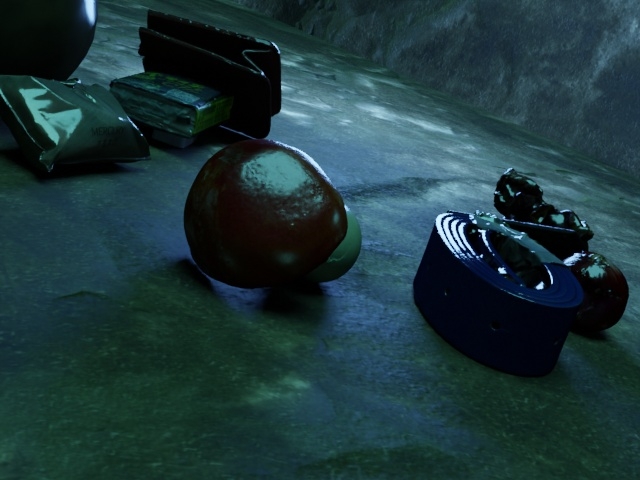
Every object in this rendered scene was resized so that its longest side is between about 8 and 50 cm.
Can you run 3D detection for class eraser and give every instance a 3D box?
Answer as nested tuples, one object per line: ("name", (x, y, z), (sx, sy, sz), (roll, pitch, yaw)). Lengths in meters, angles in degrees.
("eraser", (-0.263, -0.196, 2.089), (0.065, 0.026, 0.105), (17, 16, 6))

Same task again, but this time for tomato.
("tomato", (-0.085, -0.051, 1.474), (0.200, 0.140, 0.233), (-32, 34, -16))

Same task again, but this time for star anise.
("star anise", (0.389, -0.024, 2.056), (0.125, 0.190, 0.220), (-32, 34, -13))

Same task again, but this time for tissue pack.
("tissue pack", (-0.269, -0.251, 2.084), (0.173, 0.073, 0.235), (18, 15, 6))

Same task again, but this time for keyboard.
("keyboard", (0.304, -0.017, 2.003), (0.381, 0.041, 0.103), (20, -23, 50))

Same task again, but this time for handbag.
("handbag", (-0.213, -0.321, 2.234), (0.275, 0.084, 0.260), (19, -23, 6))
("handbag", (-0.376, -0.180, 1.732), (0.183, 0.117, 0.270), (55, 25, 10))

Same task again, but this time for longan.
("longan", (-0.553, -0.375, 1.817), (0.404, 0.336, 0.405), (3, 52, -4))

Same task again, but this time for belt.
("belt", (0.252, 0.068, 1.640), (0.212, 0.117, 0.347), (15, 17, -9))

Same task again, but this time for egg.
("egg", (0.000, 0.000, 1.579), (0.114, 0.114, 0.152), (18, 20, -3))

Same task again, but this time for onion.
("onion", (0.418, 0.079, 1.799), (0.131, 0.131, 0.131), (18, 16, -5))

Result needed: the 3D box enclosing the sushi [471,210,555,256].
("sushi", (0.305, 0.019, 1.890), (0.226, 0.103, 0.097), (32, -20, -3))
